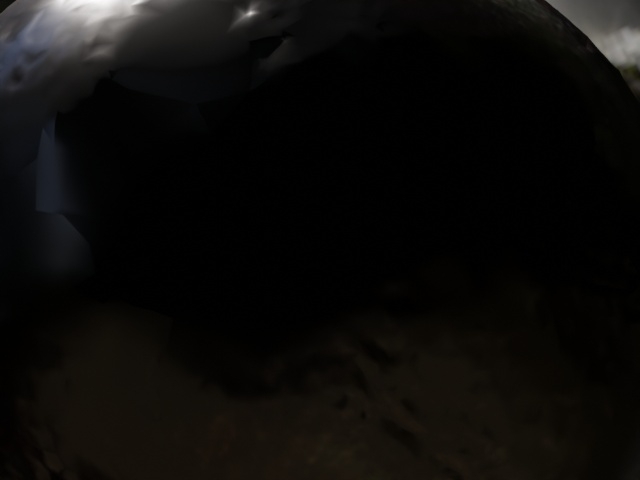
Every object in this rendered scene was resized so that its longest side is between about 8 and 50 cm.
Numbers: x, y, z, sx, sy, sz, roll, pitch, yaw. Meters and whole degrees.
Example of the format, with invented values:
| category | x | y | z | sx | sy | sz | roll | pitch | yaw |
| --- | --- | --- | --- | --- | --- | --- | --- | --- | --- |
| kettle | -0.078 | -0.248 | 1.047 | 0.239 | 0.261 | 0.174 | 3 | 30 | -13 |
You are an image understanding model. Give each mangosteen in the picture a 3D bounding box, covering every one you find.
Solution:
| category | x | y | z | sx | sy | sz | roll | pitch | yaw |
| --- | --- | --- | --- | --- | --- | --- | --- | --- | --- |
| mangosteen | 0.000 | 0.000 | 0.886 | 0.382 | 0.435 | 0.382 | 9 | -41 | 8 |
